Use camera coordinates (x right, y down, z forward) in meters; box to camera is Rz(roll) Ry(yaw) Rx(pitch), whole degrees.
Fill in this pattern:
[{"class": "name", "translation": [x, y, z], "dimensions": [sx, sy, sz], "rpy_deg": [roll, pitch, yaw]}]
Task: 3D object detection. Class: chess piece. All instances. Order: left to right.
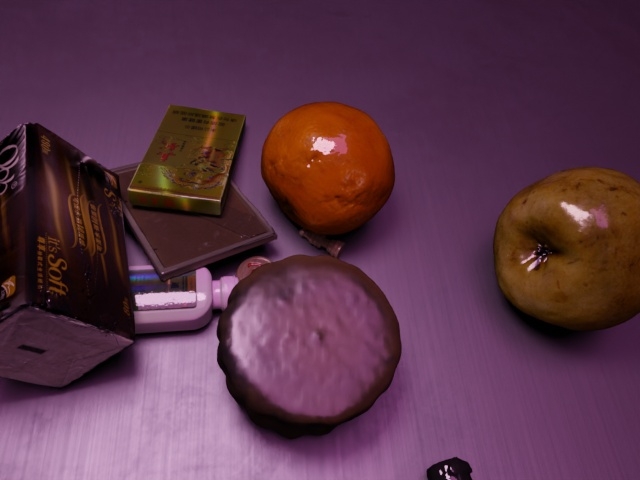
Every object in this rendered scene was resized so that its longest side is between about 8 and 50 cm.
[{"class": "chess piece", "translation": [-0.116, 0.070, 1.058], "dimensions": [0.084, 0.038, 0.083], "rpy_deg": [5, 57, -8]}, {"class": "chess piece", "translation": [0.000, 0.000, 1.130], "dimensions": [0.092, 0.035, 0.035], "rpy_deg": [27, 56, 12]}]

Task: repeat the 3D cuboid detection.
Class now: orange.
[{"class": "orange", "translation": [0.014, -0.139, 1.090], "dimensions": [0.261, 0.261, 0.261], "rpy_deg": [5, 56, -7]}]

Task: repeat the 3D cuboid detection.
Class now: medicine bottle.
[{"class": "medicine bottle", "translation": [-0.252, 0.099, 0.989], "dimensions": [0.219, 0.078, 0.115], "rpy_deg": [-2, 54, -11]}]

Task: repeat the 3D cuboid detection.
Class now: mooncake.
[{"class": "mooncake", "translation": [-0.027, 0.173, 0.924], "dimensions": [0.291, 0.161, 0.290], "rpy_deg": [4, 61, -7]}]

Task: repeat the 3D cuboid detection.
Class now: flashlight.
[{"class": "flashlight", "translation": [0.220, 0.446, 0.840], "dimensions": [0.093, 0.093, 0.231], "rpy_deg": [-7, 53, -15]}]

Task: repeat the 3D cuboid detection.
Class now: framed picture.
[{"class": "framed picture", "translation": [-0.258, -0.069, 1.089], "dimensions": [0.232, 0.024, 0.315], "rpy_deg": [-20, 50, -28]}]

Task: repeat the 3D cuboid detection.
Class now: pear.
[{"class": "pear", "translation": [0.484, 0.012, 1.064], "dimensions": [0.304, 0.304, 0.303], "rpy_deg": [5, 56, -7]}]

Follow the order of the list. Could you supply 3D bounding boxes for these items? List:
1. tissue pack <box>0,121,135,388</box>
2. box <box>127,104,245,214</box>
[{"class": "tissue pack", "translation": [-0.440, 0.027, 0.892], "dimensions": [0.198, 0.210, 0.369], "rpy_deg": [-28, 56, 13]}, {"class": "box", "translation": [-0.258, -0.173, 1.151], "dimensions": [0.173, 0.043, 0.311], "rpy_deg": [8, 42, -2]}]
